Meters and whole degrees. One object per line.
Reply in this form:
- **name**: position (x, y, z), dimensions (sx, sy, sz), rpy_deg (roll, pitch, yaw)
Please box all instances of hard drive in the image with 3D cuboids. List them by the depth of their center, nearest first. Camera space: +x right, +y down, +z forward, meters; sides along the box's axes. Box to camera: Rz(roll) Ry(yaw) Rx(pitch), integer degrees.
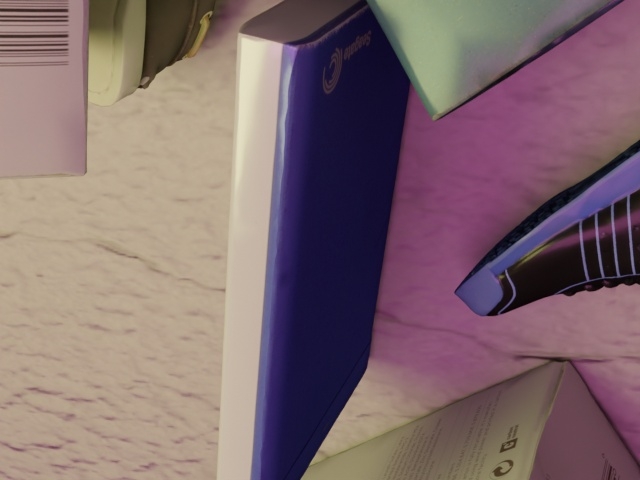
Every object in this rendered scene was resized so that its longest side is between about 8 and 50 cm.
- **hard drive**: position (0.000, 0.000, 0.599), dimensions (0.040, 0.210, 0.318), rpy_deg (16, 121, 16)

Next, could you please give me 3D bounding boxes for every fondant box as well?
- **fondant box**: position (-0.196, -0.212, 0.517), dimensions (0.096, 0.330, 0.238), rpy_deg (-5, 124, -23)

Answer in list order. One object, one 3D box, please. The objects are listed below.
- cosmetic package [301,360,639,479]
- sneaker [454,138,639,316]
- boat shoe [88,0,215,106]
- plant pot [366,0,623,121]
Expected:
- **cosmetic package**: position (0.073, 0.278, 0.754), dimensions (0.385, 0.156, 0.217), rpy_deg (-28, 102, 34)
- **sneaker**: position (0.191, -0.001, 0.595), dimensions (0.232, 0.081, 0.090), rpy_deg (-39, 90, 33)
- **boat shoe**: position (-0.097, -0.215, 0.565), dimensions (0.109, 0.091, 0.305), rpy_deg (42, 139, 16)
- **plant pot**: position (0.082, -0.215, 0.483), dimensions (0.165, 0.166, 0.234), rpy_deg (-33, 92, 33)
